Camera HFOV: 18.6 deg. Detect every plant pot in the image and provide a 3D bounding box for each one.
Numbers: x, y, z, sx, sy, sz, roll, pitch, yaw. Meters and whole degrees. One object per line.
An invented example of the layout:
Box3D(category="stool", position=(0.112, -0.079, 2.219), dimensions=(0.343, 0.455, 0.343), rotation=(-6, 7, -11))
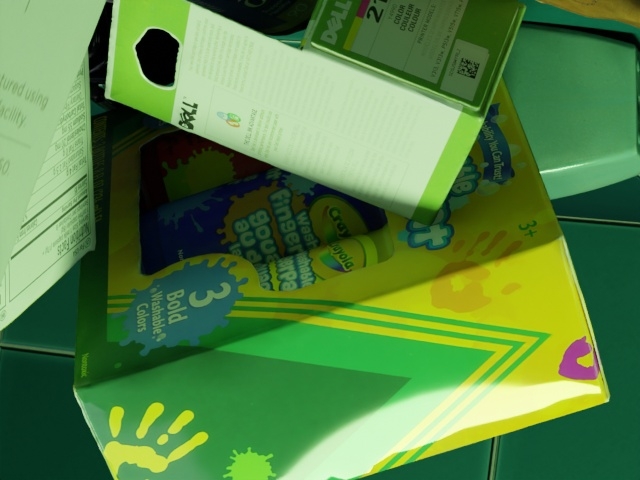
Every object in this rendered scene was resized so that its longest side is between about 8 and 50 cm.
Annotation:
Box3D(category="plant pot", position=(0.196, -0.120, 1.885), dimensions=(0.234, 0.166, 0.165), rotation=(-1, 173, 18))

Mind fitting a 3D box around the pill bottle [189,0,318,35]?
Box3D(category="pill bottle", position=(-0.083, -0.222, 1.336), dimensions=(0.122, 0.123, 0.219), rotation=(4, 174, 37))

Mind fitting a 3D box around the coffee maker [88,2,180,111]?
Box3D(category="coffee maker", position=(-0.180, -0.200, 1.744), dimensions=(0.171, 0.120, 0.178), rotation=(-39, 167, 20))

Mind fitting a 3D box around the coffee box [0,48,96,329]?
Box3D(category="coffee box", position=(-0.373, -0.099, 1.295), dimensions=(0.337, 0.334, 0.338), rotation=(6, -157, 16))

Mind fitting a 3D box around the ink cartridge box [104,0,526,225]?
Box3D(category="ink cartridge box", position=(-0.010, -0.127, 1.344), dimensions=(0.255, 0.097, 0.189), rotation=(22, 156, 0))

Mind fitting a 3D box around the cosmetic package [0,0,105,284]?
Box3D(category="cosmetic package", position=(-0.338, -0.157, 0.886), dimensions=(0.393, 0.327, 0.329), rotation=(20, 179, 18))

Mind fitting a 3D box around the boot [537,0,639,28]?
Box3D(category="boot", position=(0.164, -0.160, 1.208), dimensions=(0.280, 0.096, 0.264), rotation=(32, -175, 20))

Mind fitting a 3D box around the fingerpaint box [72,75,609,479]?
Box3D(category="fingerpaint box", position=(0.000, 0.000, 1.596), dimensions=(0.371, 0.163, 0.445), rotation=(-17, -150, 5))

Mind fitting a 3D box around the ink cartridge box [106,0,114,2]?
Box3D(category="ink cartridge box", position=(-0.180, -0.242, 1.498), dimensions=(0.139, 0.082, 0.190), rotation=(8, 174, -10))
